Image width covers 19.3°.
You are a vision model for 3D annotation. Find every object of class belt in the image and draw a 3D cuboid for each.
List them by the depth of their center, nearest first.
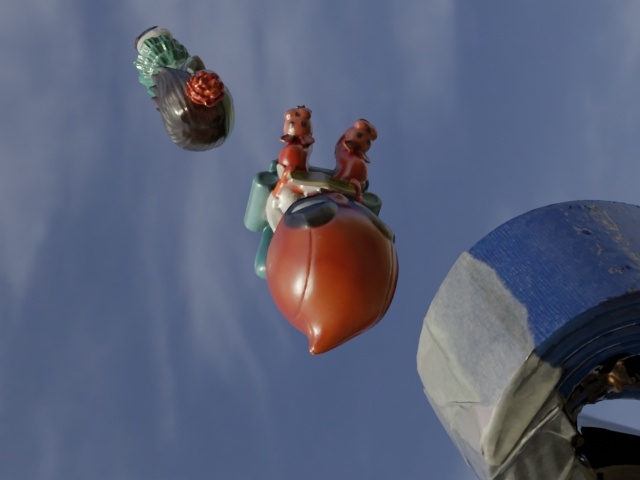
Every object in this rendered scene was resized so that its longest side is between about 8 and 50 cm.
[{"bbox_3d":[0.225,0.104,1.234,0.347,0.117,0.212,22,-68,-35],"label":"belt"}]

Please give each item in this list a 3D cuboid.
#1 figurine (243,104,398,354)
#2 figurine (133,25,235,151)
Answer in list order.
[{"bbox_3d":[0.000,0.000,0.920,0.068,0.140,0.075,11,-57,-9],"label":"figurine"},{"bbox_3d":[-0.087,-0.099,1.179,0.047,0.106,0.060,-12,-52,-21],"label":"figurine"}]
